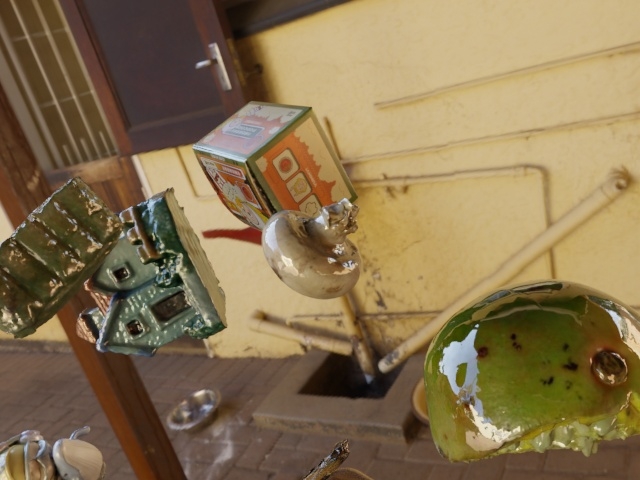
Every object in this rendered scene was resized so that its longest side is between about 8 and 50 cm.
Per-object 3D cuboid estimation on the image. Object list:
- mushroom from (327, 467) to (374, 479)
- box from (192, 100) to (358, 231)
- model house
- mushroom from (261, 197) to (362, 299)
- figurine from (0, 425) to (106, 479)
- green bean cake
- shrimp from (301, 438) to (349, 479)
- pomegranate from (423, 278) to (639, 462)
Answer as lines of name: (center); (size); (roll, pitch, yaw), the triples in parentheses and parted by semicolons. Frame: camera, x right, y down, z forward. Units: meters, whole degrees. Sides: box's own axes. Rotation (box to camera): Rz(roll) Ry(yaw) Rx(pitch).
mushroom: (0.023, 0.647, 1.229); (0.345, 0.346, 0.260); (-20, 51, -9)
box: (-0.078, -0.110, 0.951); (0.148, 0.178, 0.194); (-43, 34, -17)
model house: (-0.392, 0.095, 1.201); (0.329, 0.295, 0.252); (-25, 11, 0)
mushroom: (0.000, 0.000, 0.452); (0.079, 0.085, 0.085); (-55, 3, 25)
figurine: (-0.431, 0.370, 0.916); (0.183, 0.208, 0.128); (11, 41, -38)
green bean cake: (-0.329, 0.023, 0.695); (0.173, 0.094, 0.181); (-11, 39, 55)
shrimp: (0.021, 0.397, 1.058); (0.195, 0.035, 0.148); (-27, -25, -49)
pomegranate: (0.272, 0.171, 0.787); (0.309, 0.216, 0.358); (-7, -15, -13)
